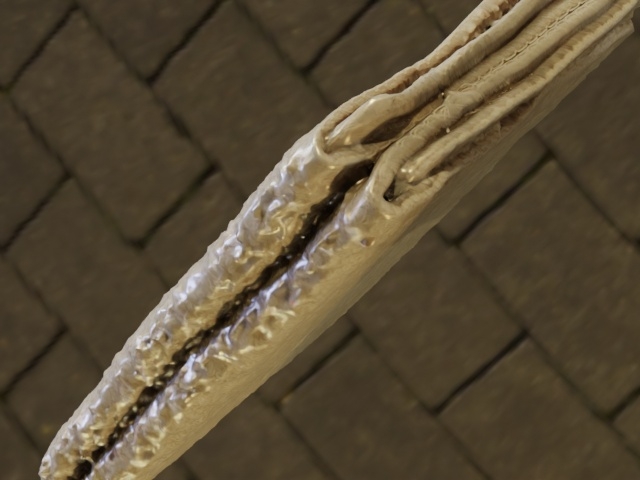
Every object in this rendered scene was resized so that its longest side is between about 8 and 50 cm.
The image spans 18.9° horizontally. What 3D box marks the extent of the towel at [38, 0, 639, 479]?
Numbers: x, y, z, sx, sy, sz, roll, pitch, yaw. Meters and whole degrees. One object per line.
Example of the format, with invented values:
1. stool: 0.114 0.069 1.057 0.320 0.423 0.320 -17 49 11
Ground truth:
1. towel: 0.000 0.000 0.737 0.049 0.187 0.282 48 138 5
